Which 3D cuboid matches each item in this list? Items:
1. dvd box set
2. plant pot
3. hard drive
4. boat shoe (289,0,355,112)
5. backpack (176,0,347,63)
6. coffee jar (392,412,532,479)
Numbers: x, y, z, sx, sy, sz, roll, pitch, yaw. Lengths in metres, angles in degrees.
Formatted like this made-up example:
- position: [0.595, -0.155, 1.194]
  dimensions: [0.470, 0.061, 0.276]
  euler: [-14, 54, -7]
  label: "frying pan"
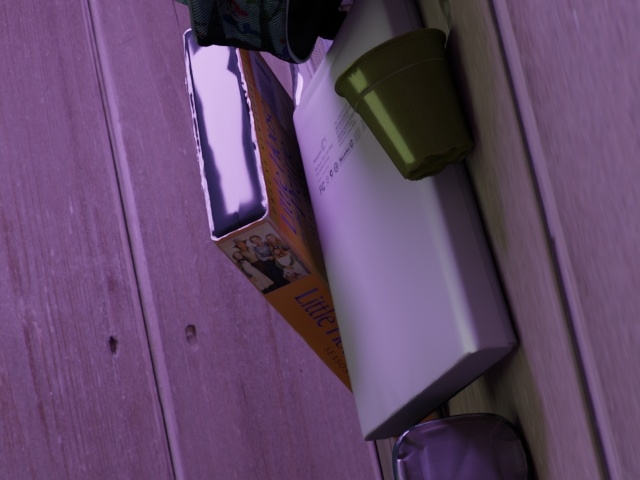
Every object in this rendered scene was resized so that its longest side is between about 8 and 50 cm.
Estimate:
- position: [0.000, 0.000, 1.049]
  dimensions: [0.420, 0.062, 0.308]
  euler: [52, -162, -45]
  label: "dvd box set"
- position: [0.063, -0.085, 0.663]
  dimensions: [0.083, 0.083, 0.079]
  euler: [86, 159, -76]
  label: "plant pot"
- position: [0.051, -0.022, 0.781]
  dimensions: [0.203, 0.040, 0.308]
  euler: [126, 137, -55]
  label: "hard drive"
- position: [0.023, -0.183, 1.015]
  dimensions: [0.118, 0.103, 0.321]
  euler: [62, -162, -57]
  label: "boat shoe"
- position: [-0.048, -0.285, 0.749]
  dimensions: [0.253, 0.191, 0.225]
  euler: [107, 180, -72]
  label: "backpack"
- position: [0.104, 0.201, 0.754]
  dimensions: [0.184, 0.096, 0.079]
  euler: [80, 180, -58]
  label: "coffee jar"
